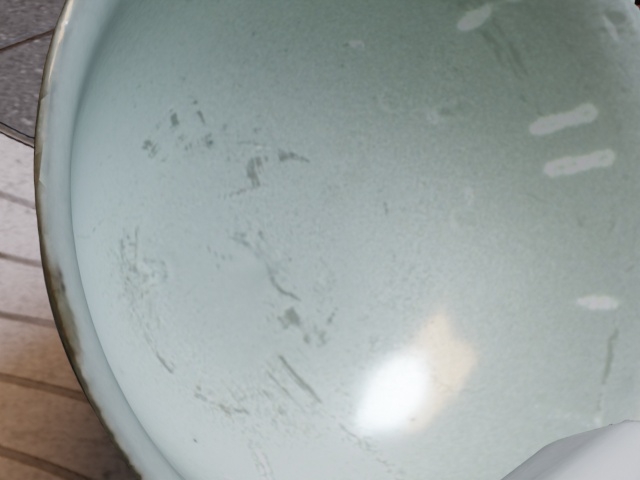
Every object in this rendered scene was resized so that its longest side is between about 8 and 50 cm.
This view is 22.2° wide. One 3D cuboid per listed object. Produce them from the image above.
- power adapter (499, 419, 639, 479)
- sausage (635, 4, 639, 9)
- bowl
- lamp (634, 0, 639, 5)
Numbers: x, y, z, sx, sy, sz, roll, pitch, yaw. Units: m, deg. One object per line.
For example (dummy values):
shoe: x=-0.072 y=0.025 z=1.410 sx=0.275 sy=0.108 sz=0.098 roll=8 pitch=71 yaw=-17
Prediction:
power adapter: x=0.092 y=0.218 z=0.721 sx=0.255 sy=0.124 sz=0.187 roll=-28 pitch=90 yaw=-40
sausage: x=0.237 y=-0.148 z=1.304 sx=0.141 sy=0.076 sz=0.076 roll=-16 pitch=46 yaw=-29
bowl: x=0.000 y=0.000 z=0.909 sx=0.435 sy=0.196 sz=0.435 roll=8 pitch=77 yaw=-34
lamp: x=0.301 y=-0.318 z=1.405 sx=0.247 sy=0.247 sz=0.247 roll=7 pitch=38 yaw=-6
